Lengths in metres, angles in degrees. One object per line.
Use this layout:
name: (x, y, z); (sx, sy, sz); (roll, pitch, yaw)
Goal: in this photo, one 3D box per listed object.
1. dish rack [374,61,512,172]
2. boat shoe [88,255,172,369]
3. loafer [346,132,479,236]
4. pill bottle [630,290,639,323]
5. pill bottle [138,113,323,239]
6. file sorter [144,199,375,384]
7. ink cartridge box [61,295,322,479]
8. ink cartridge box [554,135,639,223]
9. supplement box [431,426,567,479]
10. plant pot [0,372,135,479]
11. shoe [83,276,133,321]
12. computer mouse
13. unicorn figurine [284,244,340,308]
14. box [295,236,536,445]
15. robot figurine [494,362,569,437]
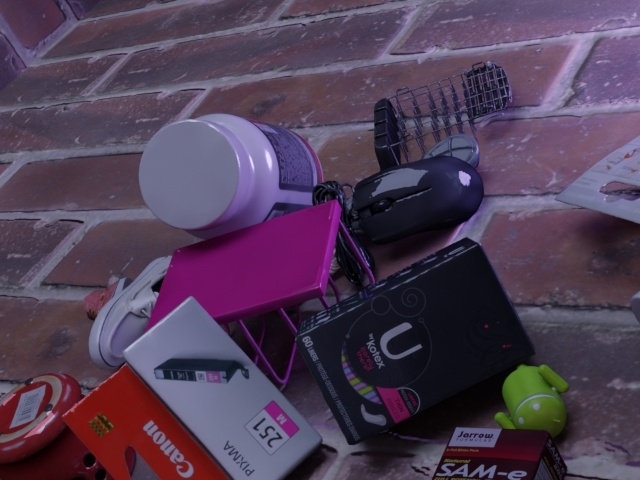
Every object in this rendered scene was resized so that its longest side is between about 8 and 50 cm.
dish rack: (0.223, -0.230, 2.070); (0.271, 0.074, 0.208); (-18, 34, 14)
boat shoe: (-0.298, 0.121, 1.961); (0.088, 0.096, 0.267); (-9, 28, 38)
loafer: (0.158, -0.077, 1.908); (0.267, 0.084, 0.096); (-32, 62, 2)
pill bottle: (0.494, 0.041, 1.399); (0.215, 0.117, 0.117); (-36, 31, -11)
pill bottle: (-0.144, -0.103, 1.885); (0.210, 0.210, 0.363); (-18, -6, 17)
file sorter: (-0.079, 0.104, 1.712); (0.291, 0.182, 0.202); (-17, 34, 22)
ink cartridge box: (-0.176, 0.252, 1.524); (0.239, 0.275, 0.060); (-40, -11, -19)
ink cartridge box: (0.550, -0.117, 1.540); (0.385, 0.091, 0.308); (-35, 14, -5)
supplement box: (0.180, 0.325, 1.281); (0.130, 0.073, 0.239); (-5, 37, 35)
plant pot: (-0.403, 0.308, 1.688); (0.191, 0.174, 0.191); (-23, 31, 15)
shoe: (-0.390, 0.135, 2.042); (0.081, 0.063, 0.178); (-21, 26, 16)
computer mouse: (0.138, -0.055, 1.807); (0.272, 0.188, 0.072); (-22, -12, -5)
unicorn figurine: (-0.027, 0.056, 1.872); (0.111, 0.060, 0.162); (14, 67, 45)
box: (0.121, 0.129, 1.490); (0.270, 0.165, 0.143); (-28, 3, 2)
robot figurine: (0.265, 0.202, 1.396); (0.101, 0.067, 0.115); (-50, 24, 21)
